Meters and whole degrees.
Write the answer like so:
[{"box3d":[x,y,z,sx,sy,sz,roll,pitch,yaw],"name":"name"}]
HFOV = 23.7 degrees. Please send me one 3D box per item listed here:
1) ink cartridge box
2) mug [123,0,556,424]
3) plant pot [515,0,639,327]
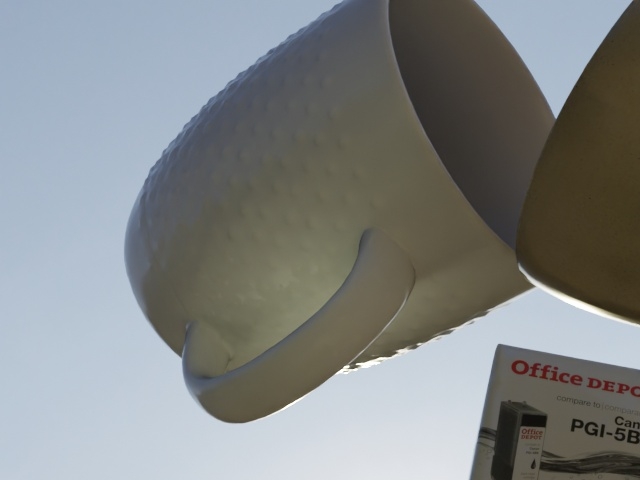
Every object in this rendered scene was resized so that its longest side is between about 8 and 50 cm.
[{"box3d":[0.124,0.129,0.779,0.099,0.135,0.056,10,-28,9],"name":"ink cartridge box"},{"box3d":[0.000,0.000,1.231,0.328,0.374,0.276,-29,-66,29],"name":"mug"},{"box3d":[0.293,-0.042,1.042,0.284,0.191,0.284,-41,-28,-28],"name":"plant pot"}]
